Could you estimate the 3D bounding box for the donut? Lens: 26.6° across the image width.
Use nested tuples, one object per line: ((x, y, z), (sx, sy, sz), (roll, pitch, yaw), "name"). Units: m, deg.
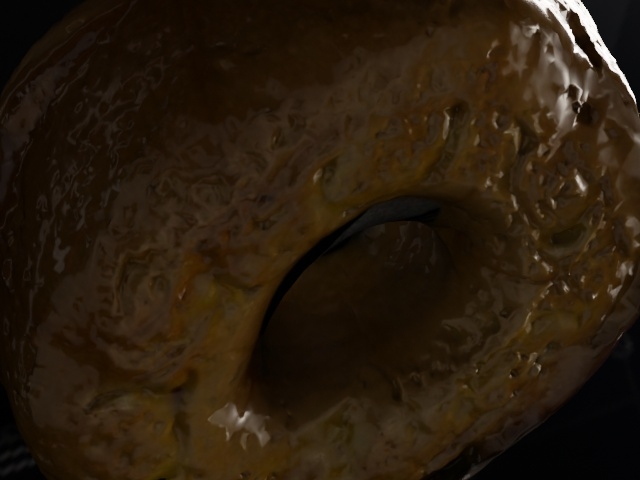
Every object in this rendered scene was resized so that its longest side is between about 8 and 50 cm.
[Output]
((0.000, 0.000, 0.615), (0.299, 0.150, 0.317), (7, -62, -24), "donut")
